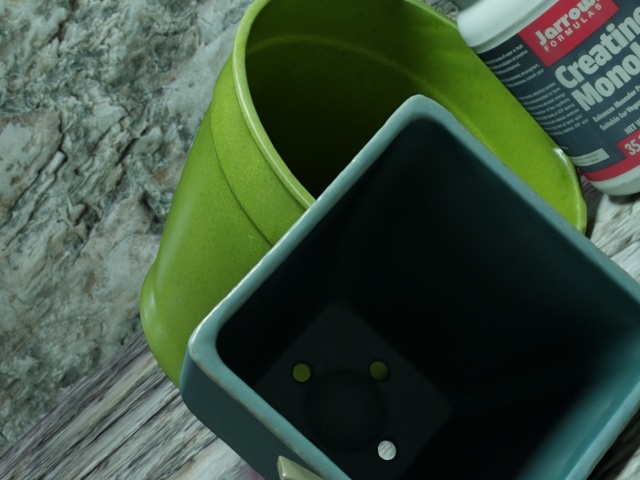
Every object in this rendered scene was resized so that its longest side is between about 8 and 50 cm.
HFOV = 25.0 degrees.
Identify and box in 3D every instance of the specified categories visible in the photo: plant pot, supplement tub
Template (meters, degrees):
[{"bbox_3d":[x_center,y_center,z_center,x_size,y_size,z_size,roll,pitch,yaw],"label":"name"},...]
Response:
[{"bbox_3d":[0.048,0.099,1.023,0.248,0.247,0.252,-48,0,-24],"label":"plant pot"},{"bbox_3d":[0.248,-0.193,1.311,0.191,0.272,0.191,-42,11,10],"label":"supplement tub"},{"bbox_3d":[0.000,0.000,1.390,0.353,0.366,0.366,-49,4,40],"label":"plant pot"}]

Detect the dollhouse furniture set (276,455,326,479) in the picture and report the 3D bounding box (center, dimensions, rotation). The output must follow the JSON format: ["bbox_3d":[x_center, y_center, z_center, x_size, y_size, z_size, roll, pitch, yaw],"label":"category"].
[{"bbox_3d":[-0.011,0.282,0.753,0.262,0.135,0.259,-64,8,3],"label":"dollhouse furniture set"}]
